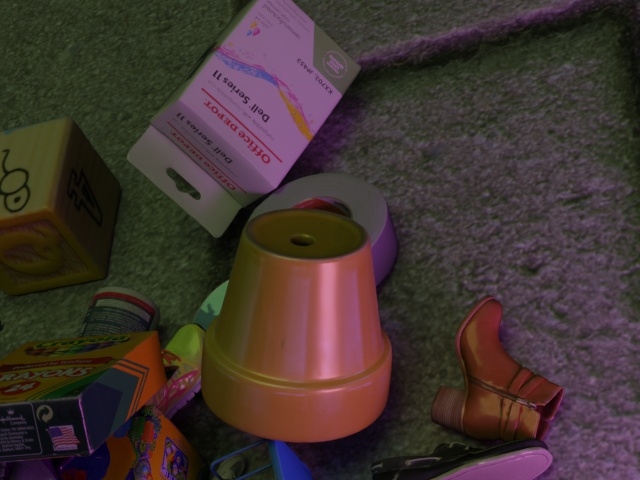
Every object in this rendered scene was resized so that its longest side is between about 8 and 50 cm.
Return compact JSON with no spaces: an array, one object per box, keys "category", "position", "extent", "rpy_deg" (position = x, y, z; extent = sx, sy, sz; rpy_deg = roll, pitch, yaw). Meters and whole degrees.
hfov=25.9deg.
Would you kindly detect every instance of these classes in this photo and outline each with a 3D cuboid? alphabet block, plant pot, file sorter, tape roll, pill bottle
[{"category":"alphabet block","position":[-0.454,-0.053,2.243],"extent":[0.192,0.193,0.197],"rpy_deg":[-11,50,20]},{"category":"plant pot","position":[-0.028,0.097,1.812],"extent":[0.254,0.239,0.254],"rpy_deg":[3,25,-1]},{"category":"file sorter","position":[-0.064,0.355,1.771],"extent":[0.105,0.118,0.170],"rpy_deg":[-26,46,10]},{"category":"tape roll","position":[0.000,0.000,2.039],"extent":[0.219,0.072,0.219],"rpy_deg":[-10,44,10]},{"category":"pill bottle","position":[-0.311,0.168,2.049],"extent":[0.108,0.108,0.180],"rpy_deg":[-2,53,25]}]

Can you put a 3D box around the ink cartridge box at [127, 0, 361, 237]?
[{"category":"ink cartridge box","position":[-0.114,-0.200,2.142],"extent":[0.119,0.207,0.353],"rpy_deg":[-27,25,55]}]

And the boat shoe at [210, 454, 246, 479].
[{"category":"boat shoe","position":[-0.128,0.325,1.865],"extent":[0.035,0.035,0.100],"rpy_deg":[-2,31,45]}]

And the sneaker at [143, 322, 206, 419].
[{"category":"sneaker","position":[-0.233,0.202,1.978],"extent":[0.081,0.094,0.208],"rpy_deg":[20,72,41]}]

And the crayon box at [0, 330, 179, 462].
[{"category":"crayon box","position":[-0.332,0.191,1.800],"extent":[0.202,0.081,0.318],"rpy_deg":[-7,11,15]}]

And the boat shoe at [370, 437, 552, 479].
[{"category":"boat shoe","position":[0.172,0.281,1.737],"extent":[0.233,0.084,0.079],"rpy_deg":[-19,48,16]}]

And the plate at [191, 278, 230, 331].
[{"category":"plate","position":[-0.102,0.124,2.041],"extent":[0.188,0.024,0.188],"rpy_deg":[-13,48,15]}]

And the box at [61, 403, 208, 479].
[{"category":"box","position":[-0.324,0.393,1.827],"extent":[0.290,0.177,0.279],"rpy_deg":[-11,51,18]}]

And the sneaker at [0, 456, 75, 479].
[{"category":"sneaker","position":[-0.359,0.332,1.718],"extent":[0.098,0.083,0.223],"rpy_deg":[-7,51,16]}]

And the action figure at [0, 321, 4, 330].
[{"category":"action figure","position":[-0.476,0.237,2.033],"extent":[0.141,0.164,0.275],"rpy_deg":[-47,64,19]}]

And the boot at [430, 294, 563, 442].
[{"category":"boot","position":[0.244,0.172,1.802],"extent":[0.152,0.073,0.197],"rpy_deg":[10,70,33]}]
